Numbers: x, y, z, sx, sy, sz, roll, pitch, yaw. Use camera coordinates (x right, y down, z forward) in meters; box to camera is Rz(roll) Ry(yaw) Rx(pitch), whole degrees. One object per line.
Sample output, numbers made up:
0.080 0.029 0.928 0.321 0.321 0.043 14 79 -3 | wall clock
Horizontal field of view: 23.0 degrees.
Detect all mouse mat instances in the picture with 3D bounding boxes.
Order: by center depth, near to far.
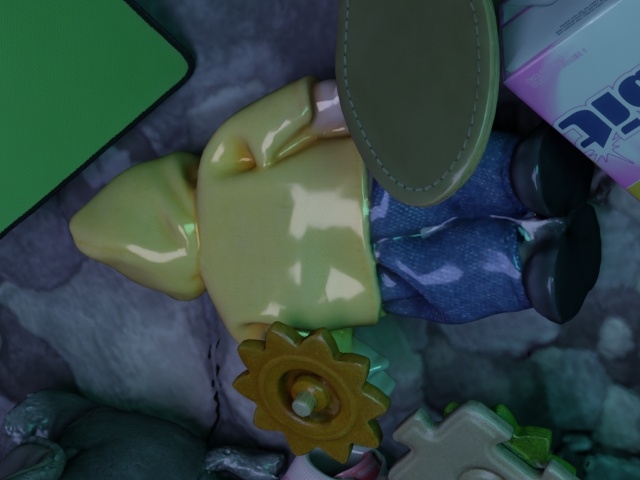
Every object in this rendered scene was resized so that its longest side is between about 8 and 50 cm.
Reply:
-0.184 -0.084 0.867 0.189 0.007 0.152 -38 124 16 | mouse mat

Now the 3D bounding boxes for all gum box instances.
0.184 -0.107 0.688 0.107 0.062 0.188 36 126 -27 | gum box

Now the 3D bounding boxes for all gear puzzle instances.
0.092 0.156 0.824 0.339 0.044 0.175 38 132 -4 | gear puzzle

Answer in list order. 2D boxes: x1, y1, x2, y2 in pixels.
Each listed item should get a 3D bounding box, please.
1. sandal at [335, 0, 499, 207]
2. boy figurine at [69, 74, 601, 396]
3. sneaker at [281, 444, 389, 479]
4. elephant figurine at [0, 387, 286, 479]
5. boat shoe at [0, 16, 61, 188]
0.051 -0.118 0.755 0.088 0.079 0.240 -34 59 29 | sandal
0.000 0.000 0.830 0.285 0.092 0.177 -3 107 29 | boy figurine
0.033 0.164 0.895 0.134 0.051 0.070 32 125 18 | sneaker
-0.168 0.196 0.898 0.169 0.239 0.186 31 119 14 | elephant figurine
-0.199 -0.152 0.876 0.096 0.088 0.268 6 111 25 | boat shoe
